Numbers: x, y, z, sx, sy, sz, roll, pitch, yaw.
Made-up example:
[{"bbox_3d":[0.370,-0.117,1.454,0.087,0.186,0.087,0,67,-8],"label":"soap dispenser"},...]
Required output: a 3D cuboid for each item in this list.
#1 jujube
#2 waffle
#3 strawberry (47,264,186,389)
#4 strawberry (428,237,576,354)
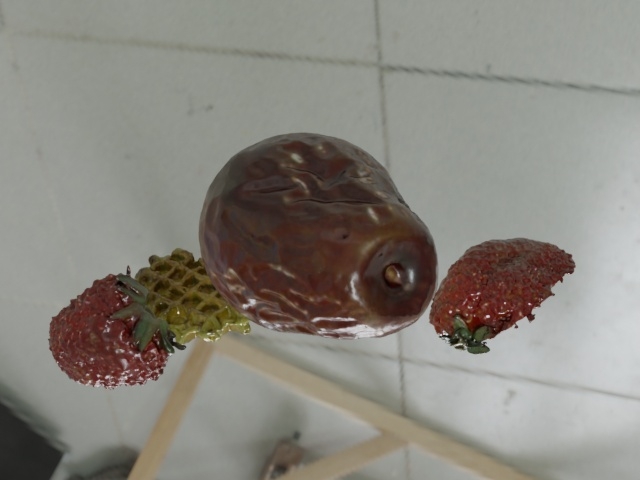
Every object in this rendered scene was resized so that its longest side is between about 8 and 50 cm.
[{"bbox_3d":[0.000,0.000,1.175,0.190,0.190,0.255,55,163,-27],"label":"jujube"},{"bbox_3d":[-0.165,0.073,2.069,0.253,0.249,0.056,-18,124,-9],"label":"waffle"},{"bbox_3d":[-0.301,0.145,1.804,0.208,0.087,0.167,-39,78,27],"label":"strawberry"},{"bbox_3d":[0.245,0.058,1.900,0.175,0.236,0.107,-18,109,39],"label":"strawberry"}]
